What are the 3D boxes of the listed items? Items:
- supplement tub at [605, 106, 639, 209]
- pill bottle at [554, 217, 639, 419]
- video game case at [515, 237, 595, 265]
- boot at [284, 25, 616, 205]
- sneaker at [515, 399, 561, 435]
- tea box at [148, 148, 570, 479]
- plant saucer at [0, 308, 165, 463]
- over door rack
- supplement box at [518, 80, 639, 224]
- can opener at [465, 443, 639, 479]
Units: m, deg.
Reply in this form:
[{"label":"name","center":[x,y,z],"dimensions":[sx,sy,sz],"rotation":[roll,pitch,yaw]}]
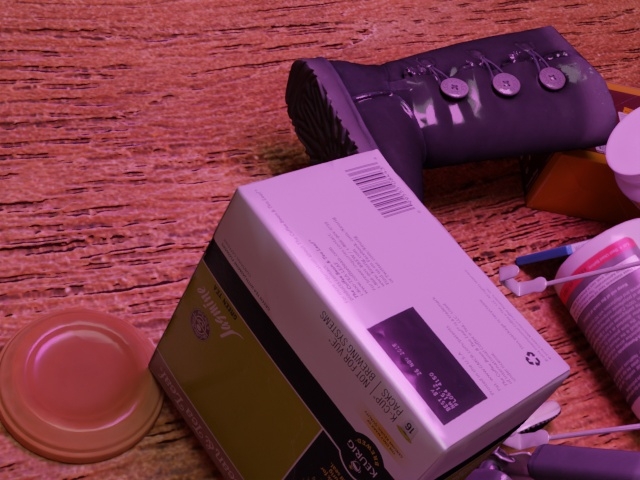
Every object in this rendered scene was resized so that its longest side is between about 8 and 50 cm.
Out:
[{"label":"supplement tub","center":[0.511,-0.091,1.406],"dimensions":[0.199,0.144,0.144],"rotation":[36,42,-33]},{"label":"pill bottle","center":[0.472,0.141,1.347],"dimensions":[0.176,0.176,0.319],"rotation":[-12,58,-27]},{"label":"video game case","center":[0.389,0.007,1.464],"dimensions":[0.166,0.119,0.015],"rotation":[-12,87,-27]},{"label":"boot","center":[0.217,-0.122,1.367],"dimensions":[0.445,0.146,0.367],"rotation":[-9,66,-26]},{"label":"sneaker","center":[0.238,0.221,1.279],"dimensions":[0.161,0.057,0.075],"rotation":[-16,66,-26]},{"label":"tea box","center":[0.023,0.140,1.075],"dimensions":[0.220,0.323,0.329],"rotation":[-19,62,-43]},{"label":"plant saucer","center":[-0.278,0.160,1.153],"dimensions":[0.199,0.037,0.200],"rotation":[10,51,-12]},{"label":"over door rack","center":[0.385,0.134,1.216],"dimensions":[0.324,0.108,0.240],"rotation":[-9,58,25]},{"label":"supplement box","center":[0.431,-0.150,1.589],"dimensions":[0.191,0.129,0.194],"rotation":[10,51,-12]},{"label":"can opener","center":[0.260,0.283,1.115],"dimensions":[0.076,0.283,0.095],"rotation":[50,60,-18]}]
